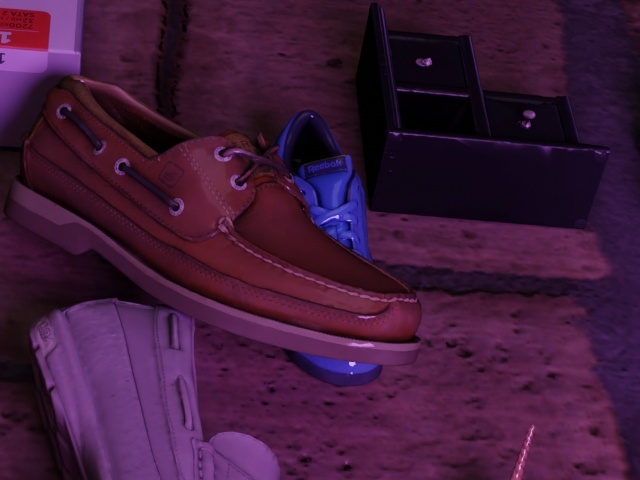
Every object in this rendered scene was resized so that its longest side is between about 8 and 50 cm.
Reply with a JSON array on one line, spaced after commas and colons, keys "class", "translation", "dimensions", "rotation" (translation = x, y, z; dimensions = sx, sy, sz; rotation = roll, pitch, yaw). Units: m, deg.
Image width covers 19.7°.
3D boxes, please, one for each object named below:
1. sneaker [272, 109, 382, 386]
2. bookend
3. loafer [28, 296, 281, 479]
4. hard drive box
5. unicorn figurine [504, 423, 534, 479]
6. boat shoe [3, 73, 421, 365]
[{"class": "sneaker", "translation": [0.000, 0.000, 1.182], "dimensions": [0.069, 0.082, 0.209], "rotation": [1, 43, -15]}, {"class": "bookend", "translation": [0.111, -0.090, 1.316], "dimensions": [0.157, 0.072, 0.156], "rotation": [5, 41, -8]}, {"class": "loafer", "translation": [-0.070, 0.142, 0.979], "dimensions": [0.111, 0.112, 0.319], "rotation": [-13, 45, -15]}, {"class": "hard drive box", "translation": [-0.257, -0.172, 1.313], "dimensions": [0.181, 0.089, 0.232], "rotation": [3, 41, -9]}, {"class": "unicorn figurine", "translation": [0.083, 0.193, 1.005], "dimensions": [0.111, 0.060, 0.162], "rotation": [-6, 60, -20]}, {"class": "boat shoe", "translation": [-0.066, -0.018, 1.106], "dimensions": [0.307, 0.104, 0.110], "rotation": [22, 9, 28]}]
